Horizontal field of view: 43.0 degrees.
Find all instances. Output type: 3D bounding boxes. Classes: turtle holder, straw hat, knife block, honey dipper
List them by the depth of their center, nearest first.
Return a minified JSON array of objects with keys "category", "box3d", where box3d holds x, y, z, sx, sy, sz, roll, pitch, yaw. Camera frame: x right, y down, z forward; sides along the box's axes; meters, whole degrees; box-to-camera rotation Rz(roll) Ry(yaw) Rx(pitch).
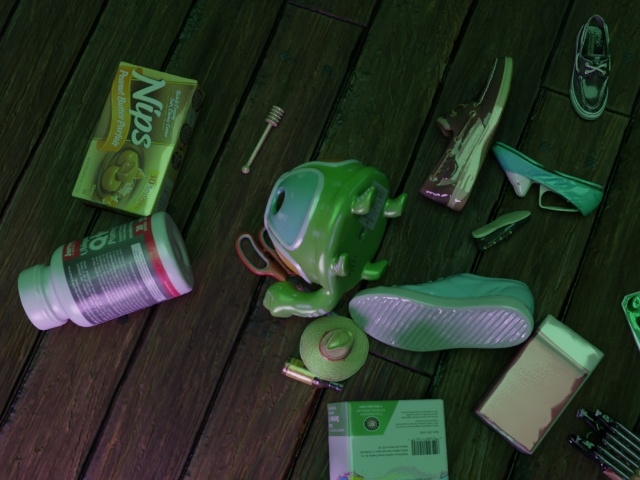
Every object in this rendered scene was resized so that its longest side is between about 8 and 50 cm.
[{"category":"knife block","box3d":[0.599,0.432,1.535,0.088,0.242,0.275,-51,123,-5]},{"category":"straw hat","box3d":[0.033,0.204,1.614,0.144,0.061,0.145,4,68,-10]},{"category":"turtle holder","box3d":[0.011,-0.011,1.620,0.227,0.243,0.321,21,118,26]},{"category":"honey dipper","box3d":[-0.127,-0.216,1.760,0.030,0.030,0.161,26,85,10]}]

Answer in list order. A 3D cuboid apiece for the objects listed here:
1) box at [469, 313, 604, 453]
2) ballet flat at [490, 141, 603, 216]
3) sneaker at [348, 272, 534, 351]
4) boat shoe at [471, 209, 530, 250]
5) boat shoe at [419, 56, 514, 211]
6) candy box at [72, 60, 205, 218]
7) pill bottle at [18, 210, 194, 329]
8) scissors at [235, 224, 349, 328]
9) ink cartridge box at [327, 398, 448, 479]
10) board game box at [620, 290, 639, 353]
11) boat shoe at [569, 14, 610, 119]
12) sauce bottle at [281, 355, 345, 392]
[{"category":"box","box3d":[0.405,0.274,1.542,0.126,0.149,0.232,37,83,12]},{"category":"ballet flat","box3d":[0.450,-0.117,1.661,0.247,0.083,0.087,26,95,12]},{"category":"sneaker","box3d":[0.244,0.131,1.619,0.365,0.150,0.135,4,120,20]},{"category":"boat shoe","box3d":[0.374,-0.023,1.666,0.133,0.049,0.042,-26,110,-10]},{"category":"boat shoe","box3d":[0.300,-0.234,1.680,0.123,0.123,0.342,21,87,8]},{"category":"candy box","box3d":[-0.387,-0.209,1.749,0.182,0.087,0.317,16,79,8]},{"category":"pill bottle","box3d":[-0.433,0.071,1.647,0.318,0.176,0.177,-19,77,1]},{"category":"scissors","box3d":[-0.063,0.091,1.691,0.109,0.021,0.297,-33,80,-11]},{"category":"ink cartridge box","box3d":[0.126,0.439,1.514,0.201,0.117,0.278,3,77,-20]},{"category":"board game box","box3d":[0.838,0.233,1.563,0.389,0.050,0.390,-18,77,1]},{"category":"boat shoe","box3d":[0.568,-0.365,1.706,0.077,0.070,0.220,2,78,6]},{"category":"sauce bottle","box3d":[-0.013,0.272,1.636,0.128,0.042,0.042,20,80,4]}]
